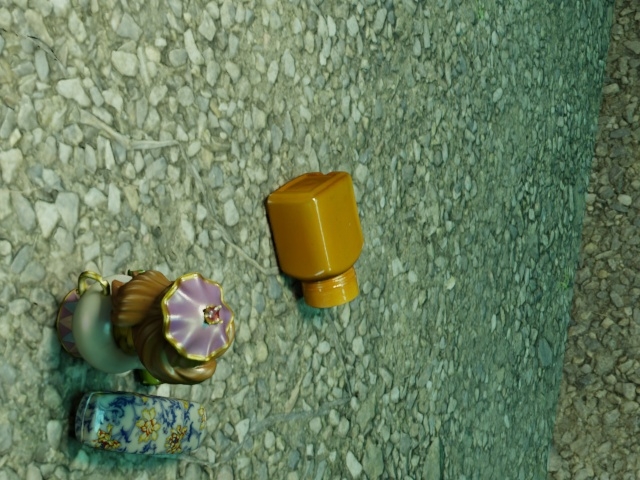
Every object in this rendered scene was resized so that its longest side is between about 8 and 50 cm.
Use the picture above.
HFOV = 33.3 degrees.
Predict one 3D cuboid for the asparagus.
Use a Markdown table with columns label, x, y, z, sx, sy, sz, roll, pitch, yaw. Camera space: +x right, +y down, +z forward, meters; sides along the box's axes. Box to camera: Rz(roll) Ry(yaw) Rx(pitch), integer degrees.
| label | x | y | z | sx | sy | sz | roll | pitch | yaw |
| --- | --- | --- | --- | --- | --- | --- | --- | --- | --- |
| asparagus | -0.257 | 0.127 | 1.581 | 0.045 | 0.041 | 0.178 | -9 | 99 | -26 |

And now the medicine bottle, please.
| label | x | y | z | sx | sy | sz | roll | pitch | yaw |
| --- | --- | --- | --- | --- | --- | --- | --- | --- | --- |
| medicine bottle | -0.001 | 0.000 | 1.906 | 0.149 | 0.112 | 0.222 | -36 | 120 | -52 |

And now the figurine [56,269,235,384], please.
| label | x | y | z | sx | sy | sz | roll | pitch | yaw |
| --- | --- | --- | --- | --- | --- | --- | --- | --- | --- |
| figurine | -0.226 | 0.113 | 1.422 | 0.189 | 0.263 | 0.142 | 57 | 47 | -38 |

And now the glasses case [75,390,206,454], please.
| label | x | y | z | sx | sy | sz | roll | pitch | yaw |
| --- | --- | --- | --- | --- | --- | --- | --- | --- | --- |
| glasses case | -0.256 | 0.267 | 1.558 | 0.248 | 0.065 | 0.087 | 22 | 71 | -56 |
